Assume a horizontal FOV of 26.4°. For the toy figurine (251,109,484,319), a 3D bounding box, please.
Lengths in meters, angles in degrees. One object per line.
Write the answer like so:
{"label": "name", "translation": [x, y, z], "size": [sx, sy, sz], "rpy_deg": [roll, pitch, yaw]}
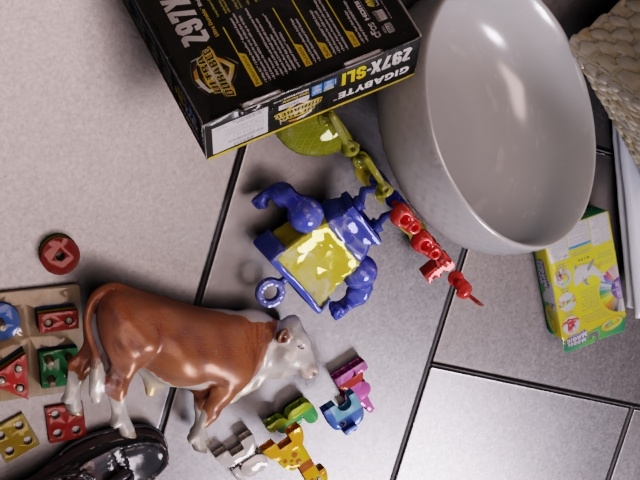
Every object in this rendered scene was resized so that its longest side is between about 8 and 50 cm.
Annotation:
{"label": "toy figurine", "translation": [0.000, 0.000, 1.610], "size": [0.217, 0.191, 0.362], "rpy_deg": [-39, 125, 5]}

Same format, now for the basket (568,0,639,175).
{"label": "basket", "translation": [0.521, -0.180, 1.593], "size": [0.328, 0.331, 0.266], "rpy_deg": [-37, 118, 5]}

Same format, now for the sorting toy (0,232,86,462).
{"label": "sorting toy", "translation": [-0.340, 0.133, 1.593], "size": [0.132, 0.046, 0.274], "rpy_deg": [-6, 105, -19]}

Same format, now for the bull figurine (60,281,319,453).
{"label": "bull figurine", "translation": [-0.154, 0.148, 1.622], "size": [0.310, 0.101, 0.188], "rpy_deg": [19, 91, -29]}

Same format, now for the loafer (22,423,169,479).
{"label": "loafer", "translation": [-0.313, 0.318, 1.620], "size": [0.303, 0.095, 0.109], "rpy_deg": [-22, 115, -13]}

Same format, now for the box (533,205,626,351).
{"label": "box", "translation": [0.349, 0.054, 1.832], "size": [0.105, 0.043, 0.179], "rpy_deg": [-18, 106, -16]}

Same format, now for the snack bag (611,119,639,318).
{"label": "snack bag", "translation": [0.567, -0.076, 1.833], "size": [0.343, 0.037, 0.323], "rpy_deg": [-9, 100, -3]}

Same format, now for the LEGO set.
{"label": "LEGO set", "translation": [-0.010, 0.257, 1.724], "size": [0.227, 0.087, 0.093], "rpy_deg": [-32, 111, -9]}

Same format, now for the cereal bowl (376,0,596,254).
{"label": "cereal bowl", "translation": [0.181, -0.142, 1.631], "size": [0.339, 0.141, 0.338], "rpy_deg": [12, 73, -46]}

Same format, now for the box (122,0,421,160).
{"label": "box", "translation": [-0.077, -0.276, 1.472], "size": [0.257, 0.079, 0.322], "rpy_deg": [-25, 68, -12]}
